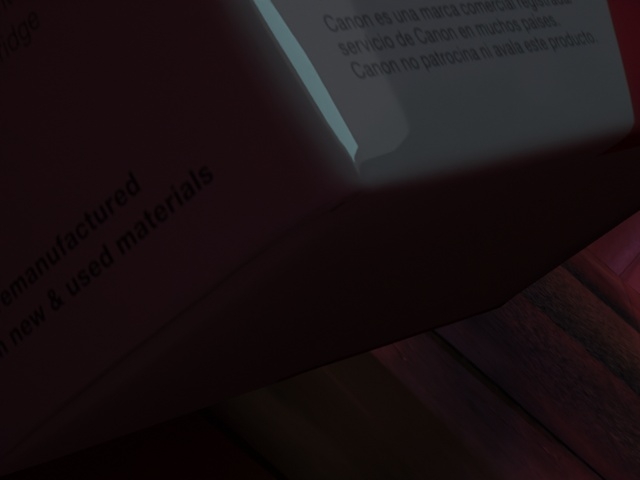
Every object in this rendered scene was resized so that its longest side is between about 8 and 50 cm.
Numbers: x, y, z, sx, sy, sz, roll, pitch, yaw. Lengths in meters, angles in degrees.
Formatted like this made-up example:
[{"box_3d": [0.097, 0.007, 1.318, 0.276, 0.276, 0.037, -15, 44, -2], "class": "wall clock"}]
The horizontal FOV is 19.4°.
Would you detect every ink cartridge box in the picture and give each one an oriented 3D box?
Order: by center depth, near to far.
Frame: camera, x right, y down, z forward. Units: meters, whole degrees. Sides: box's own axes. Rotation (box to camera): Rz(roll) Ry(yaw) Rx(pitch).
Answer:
[{"box_3d": [-0.054, -0.155, 0.586, 0.279, 0.160, 0.384, -15, 72, -51], "class": "ink cartridge box"}]
